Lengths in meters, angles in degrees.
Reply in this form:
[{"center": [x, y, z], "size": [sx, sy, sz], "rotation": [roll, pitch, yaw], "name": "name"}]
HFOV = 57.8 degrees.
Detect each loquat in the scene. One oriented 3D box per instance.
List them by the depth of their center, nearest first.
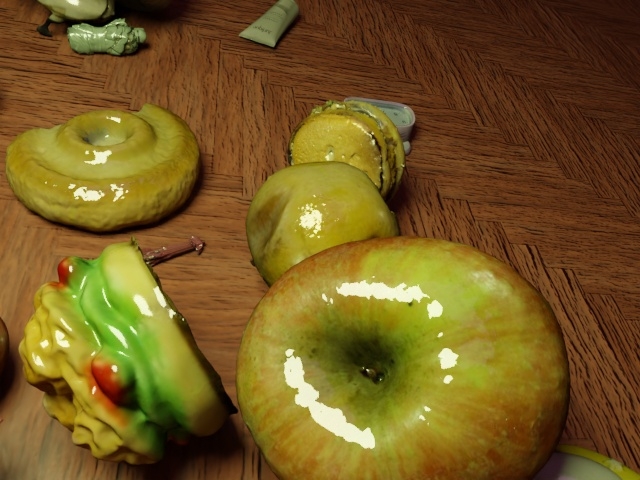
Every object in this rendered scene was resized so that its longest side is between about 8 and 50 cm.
[{"center": [-0.003, -0.005, 0.751], "size": [0.213, 0.213, 0.213], "rotation": [9, 45, -9], "name": "loquat"}]

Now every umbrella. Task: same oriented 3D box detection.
[{"center": [-0.232, 0.022, 0.784], "size": [0.165, 0.025, 0.027], "rotation": [-18, 32, -33], "name": "umbrella"}, {"center": [-0.406, -0.387, 1.106], "size": [0.144, 0.067, 0.062], "rotation": [-11, 15, -17], "name": "umbrella"}]

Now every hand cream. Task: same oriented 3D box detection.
[{"center": [-0.104, -0.496, 1.317], "size": [0.087, 0.054, 0.186], "rotation": [21, 51, 11], "name": "hand cream"}]

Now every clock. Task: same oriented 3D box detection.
[{"center": [0.109, -0.219, 1.103], "size": [0.153, 0.050, 0.110], "rotation": [4, 46, -13], "name": "clock"}]

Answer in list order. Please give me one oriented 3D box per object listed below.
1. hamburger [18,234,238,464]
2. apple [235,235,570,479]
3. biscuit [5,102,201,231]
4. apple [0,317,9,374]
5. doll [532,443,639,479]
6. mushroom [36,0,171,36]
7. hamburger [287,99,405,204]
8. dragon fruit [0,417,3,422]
[{"center": [-0.197, 0.115, 0.567], "size": [0.149, 0.237, 0.237], "rotation": [-29, 59, -15], "name": "hamburger"}, {"center": [0.082, 0.136, 0.584], "size": [0.310, 0.250, 0.277], "rotation": [9, 78, 18], "name": "apple"}, {"center": [-0.296, -0.112, 0.849], "size": [0.274, 0.091, 0.213], "rotation": [-27, 57, -38], "name": "biscuit"}, {"center": [-0.379, 0.115, 0.581], "size": [0.126, 0.126, 0.101], "rotation": [2, 86, -15], "name": "apple"}, {"center": [0.279, 0.292, 0.609], "size": [0.252, 0.110, 0.237], "rotation": [12, 24, -8], "name": "doll"}, {"center": [-0.455, -0.530, 1.113], "size": [0.363, 0.294, 0.362], "rotation": [12, 8, -2], "name": "mushroom"}, {"center": [0.038, -0.129, 0.909], "size": [0.191, 0.181, 0.118], "rotation": [26, 28, 20], "name": "hamburger"}, {"center": [-0.355, 0.187, 0.440], "size": [0.210, 0.205, 0.268], "rotation": [36, 76, -21], "name": "dragon fruit"}]
